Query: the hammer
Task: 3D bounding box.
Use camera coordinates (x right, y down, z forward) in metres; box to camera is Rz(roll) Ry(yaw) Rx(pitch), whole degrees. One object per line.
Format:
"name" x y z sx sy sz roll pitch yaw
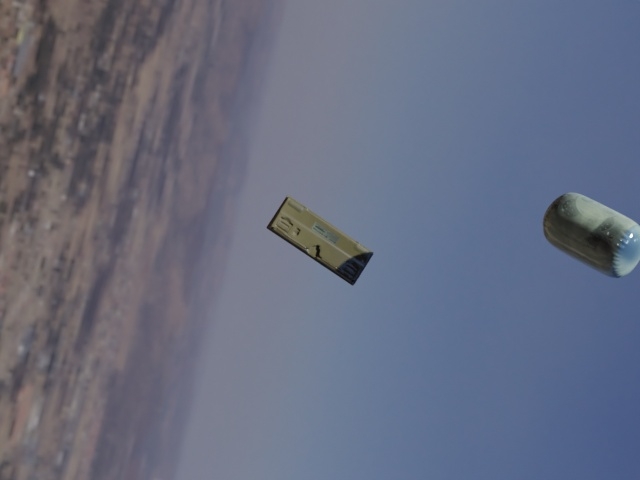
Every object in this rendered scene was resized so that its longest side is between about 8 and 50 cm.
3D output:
"hammer" 0.340 -0.006 1.492 0.194 0.116 0.069 2 114 -56

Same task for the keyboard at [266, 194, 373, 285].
"keyboard" 0.000 0.000 1.558 0.049 0.129 0.015 -59 -170 -11
